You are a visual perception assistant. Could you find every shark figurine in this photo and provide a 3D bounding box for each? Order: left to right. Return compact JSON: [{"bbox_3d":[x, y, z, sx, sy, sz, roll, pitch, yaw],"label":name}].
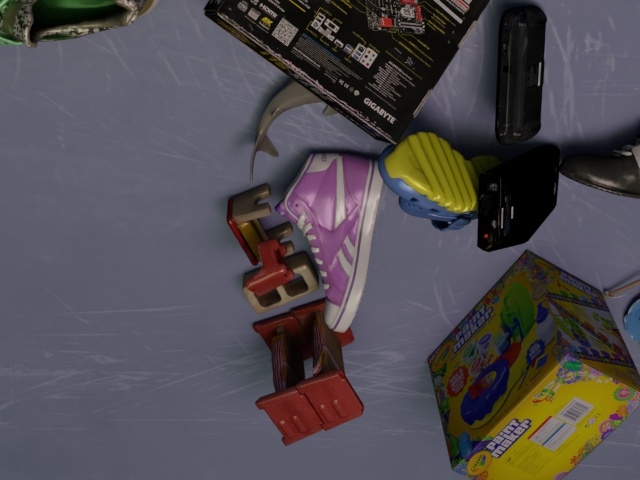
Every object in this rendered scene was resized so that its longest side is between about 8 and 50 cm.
[{"bbox_3d":[-0.007,-0.203,1.578,0.278,0.116,0.166,-23,121,9],"label":"shark figurine"}]

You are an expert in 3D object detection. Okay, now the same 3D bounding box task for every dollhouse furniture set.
[{"bbox_3d":[-0.073,0.125,1.740,0.152,0.201,0.374,-22,123,11],"label":"dollhouse furniture set"}]

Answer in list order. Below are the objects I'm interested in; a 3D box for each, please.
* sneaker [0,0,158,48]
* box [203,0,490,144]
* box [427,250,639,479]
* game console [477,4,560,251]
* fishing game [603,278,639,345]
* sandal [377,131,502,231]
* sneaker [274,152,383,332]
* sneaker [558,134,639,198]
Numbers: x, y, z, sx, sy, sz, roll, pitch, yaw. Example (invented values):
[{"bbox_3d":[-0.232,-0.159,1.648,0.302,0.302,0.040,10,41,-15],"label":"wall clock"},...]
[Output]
[{"bbox_3d":[-0.413,-0.320,1.426,0.411,0.182,0.158,-10,124,4],"label":"sneaker"},{"bbox_3d":[0.043,-0.322,1.458,0.322,0.079,0.257,33,88,-23],"label":"box"},{"bbox_3d":[0.352,0.229,1.793,0.177,0.279,0.290,27,118,-21],"label":"box"},{"bbox_3d":[0.303,-0.168,1.599,0.044,0.213,0.361,12,111,33],"label":"game console"},{"bbox_3d":[0.634,0.146,1.881,0.189,0.041,0.264,-25,126,28],"label":"fishing game"},{"bbox_3d":[0.174,-0.074,1.617,0.138,0.126,0.317,-23,158,30],"label":"sandal"},{"bbox_3d":[0.000,0.000,1.692,0.161,0.102,0.282,8,94,-7],"label":"sneaker"},{"bbox_3d":[0.539,-0.137,1.669,0.331,0.122,0.146,4,106,-5],"label":"sneaker"}]
